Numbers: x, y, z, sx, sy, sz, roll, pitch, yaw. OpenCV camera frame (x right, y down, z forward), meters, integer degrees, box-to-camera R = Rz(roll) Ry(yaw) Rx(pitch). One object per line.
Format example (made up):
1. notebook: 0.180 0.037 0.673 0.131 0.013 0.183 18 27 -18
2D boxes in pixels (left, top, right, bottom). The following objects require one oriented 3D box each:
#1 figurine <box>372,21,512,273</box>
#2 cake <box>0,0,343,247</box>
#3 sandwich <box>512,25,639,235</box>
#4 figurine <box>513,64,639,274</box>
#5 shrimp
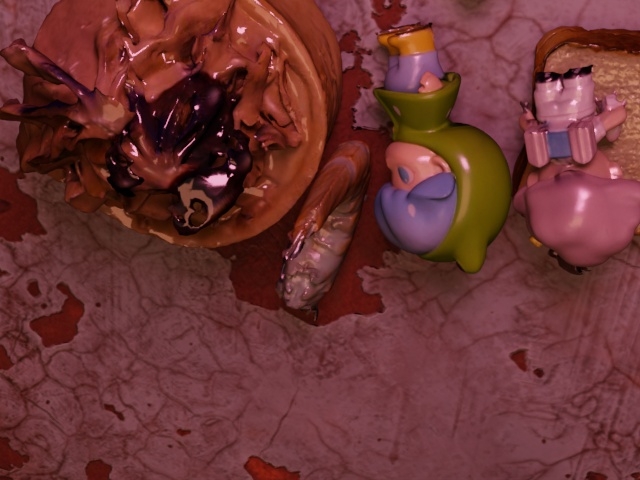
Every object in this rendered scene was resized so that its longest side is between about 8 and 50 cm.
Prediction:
1. figurine: 0.120 -0.096 1.082 0.143 0.162 0.263 -17 104 -13
2. cake: -0.153 -0.120 1.025 0.333 0.321 0.332 6 120 11
3. sandwich: 0.304 -0.114 1.082 0.186 0.065 0.214 7 122 8
4. figurine: 0.257 -0.059 1.028 0.137 0.112 0.228 -4 110 21
5. shrimp: 0.011 -0.024 1.113 0.068 0.185 0.287 24 167 0
